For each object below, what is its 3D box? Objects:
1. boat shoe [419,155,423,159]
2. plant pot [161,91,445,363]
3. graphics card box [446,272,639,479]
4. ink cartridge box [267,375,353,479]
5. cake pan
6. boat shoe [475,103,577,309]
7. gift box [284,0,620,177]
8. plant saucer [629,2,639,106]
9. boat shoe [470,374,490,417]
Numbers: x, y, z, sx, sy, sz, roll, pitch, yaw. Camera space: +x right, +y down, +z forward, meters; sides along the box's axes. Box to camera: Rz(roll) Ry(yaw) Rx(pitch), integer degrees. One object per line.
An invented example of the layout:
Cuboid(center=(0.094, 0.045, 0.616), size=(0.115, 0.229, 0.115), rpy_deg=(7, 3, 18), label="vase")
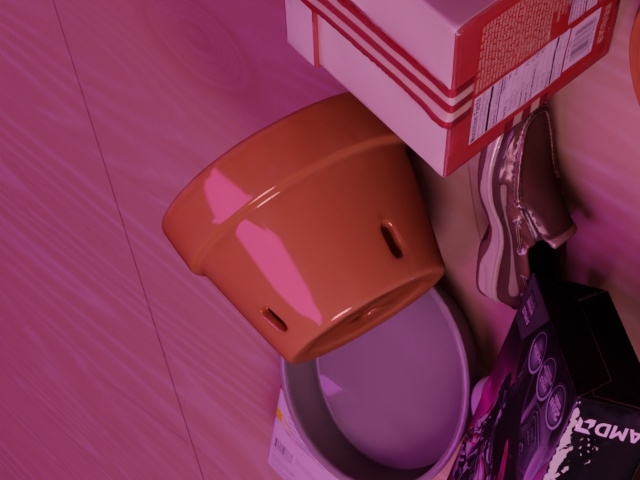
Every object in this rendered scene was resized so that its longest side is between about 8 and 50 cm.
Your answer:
Cuboid(center=(0.109, -0.149, 1.586), size=(0.049, 0.056, 0.152), rpy_deg=(10, 119, 45), label="boat shoe")
Cuboid(center=(0.000, 0.000, 1.614), size=(0.203, 0.290, 0.291), rpy_deg=(60, 147, 11), label="plant pot")
Cuboid(center=(0.207, 0.247, 1.472), size=(0.233, 0.094, 0.371), rpy_deg=(-94, 21, -61), label="graphics card box")
Cuboid(center=(0.009, 0.250, 1.966), size=(0.134, 0.078, 0.231), rpy_deg=(42, 141, 29), label="ink cartridge box")
Cuboid(center=(0.073, 0.154, 1.763), size=(0.293, 0.054, 0.293), rpy_deg=(5, 98, 42), label="cake pan")
Cuboid(center=(0.220, -0.032, 1.490), size=(0.095, 0.095, 0.257), rpy_deg=(30, 143, 31), label="boat shoe")
Cuboid(center=(0.121, -0.256, 1.336), size=(0.258, 0.276, 0.255), rpy_deg=(44, 155, 23), label="gift box")
Cuboid(center=(0.323, -0.136, 1.265), size=(0.200, 0.037, 0.200), rpy_deg=(57, 158, 37), label="plant saucer")
Cuboid(center=(0.221, 0.275, 1.675), size=(0.084, 0.095, 0.258), rpy_deg=(-17, 96, 52), label="boat shoe")
